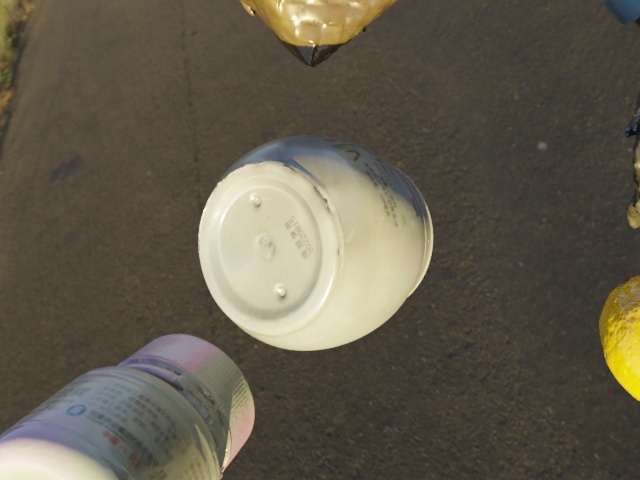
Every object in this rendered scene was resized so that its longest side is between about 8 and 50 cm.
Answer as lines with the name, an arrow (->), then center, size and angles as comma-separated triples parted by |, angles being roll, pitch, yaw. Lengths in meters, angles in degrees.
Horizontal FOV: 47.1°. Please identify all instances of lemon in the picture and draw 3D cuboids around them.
lemon -> 0.329, 0.099, 0.698 | 0.114, 0.114, 0.155 | -25, 45, 20

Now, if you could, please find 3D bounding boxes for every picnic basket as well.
picnic basket -> -0.026, -0.445, 1.124 | 0.254, 0.321, 0.291 | -34, 12, 5

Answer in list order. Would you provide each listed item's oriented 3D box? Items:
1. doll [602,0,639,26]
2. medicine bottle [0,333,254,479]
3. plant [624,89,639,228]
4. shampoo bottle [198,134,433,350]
doll -> 0.427, -0.277, 0.806 | 0.141, 0.314, 0.177 | -53, 2, -21
medicine bottle -> -0.249, 0.284, 0.965 | 0.256, 0.256, 0.325 | -16, 13, 29
plant -> 0.371, -0.070, 0.647 | 0.204, 0.178, 0.234 | -11, 51, 32
shampoo bottle -> 0.000, 0.000, 0.963 | 0.273, 0.266, 0.273 | 4, 98, 31
